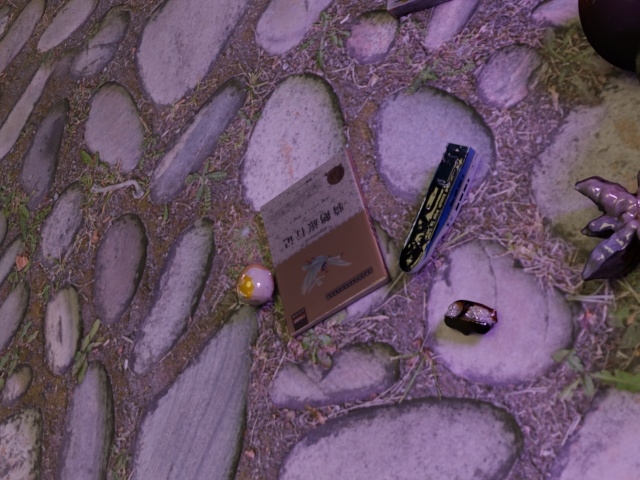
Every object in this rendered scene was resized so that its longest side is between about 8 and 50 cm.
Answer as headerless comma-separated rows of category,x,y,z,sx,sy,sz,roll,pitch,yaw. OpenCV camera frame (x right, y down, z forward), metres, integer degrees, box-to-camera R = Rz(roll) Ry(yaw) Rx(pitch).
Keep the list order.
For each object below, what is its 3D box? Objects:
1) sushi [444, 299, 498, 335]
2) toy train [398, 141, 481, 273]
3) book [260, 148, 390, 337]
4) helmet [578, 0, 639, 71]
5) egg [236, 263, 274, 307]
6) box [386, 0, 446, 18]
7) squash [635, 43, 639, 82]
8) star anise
sushi,0.234,0.117,1.401,0.083,0.044,0.046,10,51,40
toy train,0.195,-0.047,1.511,0.052,0.051,0.233,17,81,44
book,0.000,0.000,1.665,0.217,0.021,0.310,-32,49,21
helmet,0.487,-0.361,1.371,0.189,0.193,0.215,0,95,38
egg,-0.121,0.080,1.683,0.071,0.071,0.083,-23,52,29
box,0.221,-0.480,1.742,0.207,0.041,0.049,-10,63,36
squash,0.587,-0.335,1.187,0.310,0.310,0.308,-3,59,38
star anise,0.450,-0.022,1.255,0.229,0.093,0.236,-47,47,8
